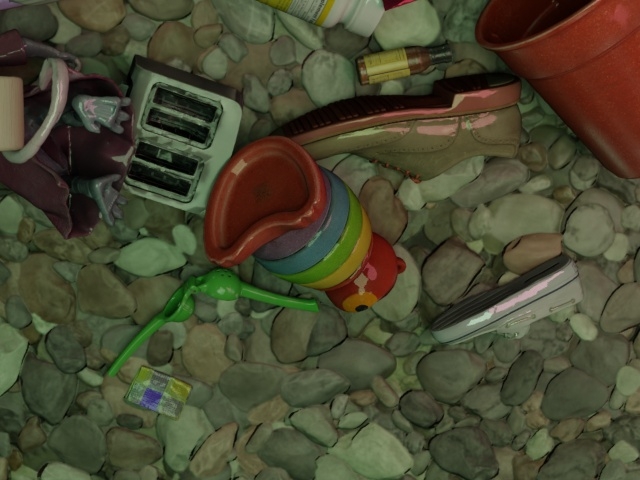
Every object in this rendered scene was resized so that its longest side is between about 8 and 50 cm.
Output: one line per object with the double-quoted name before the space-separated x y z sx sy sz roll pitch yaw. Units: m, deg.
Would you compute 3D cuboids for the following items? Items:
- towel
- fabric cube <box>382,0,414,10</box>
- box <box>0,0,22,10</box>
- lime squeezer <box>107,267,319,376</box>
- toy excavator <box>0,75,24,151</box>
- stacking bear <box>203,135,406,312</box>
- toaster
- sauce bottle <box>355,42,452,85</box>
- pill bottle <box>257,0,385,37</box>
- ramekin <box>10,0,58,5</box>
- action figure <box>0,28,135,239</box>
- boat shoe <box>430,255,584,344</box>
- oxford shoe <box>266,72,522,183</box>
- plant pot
"towel" -0.229 0.218 1.779 0.083 0.009 0.060 26 102 -11
"fabric cube" 0.181 -0.449 1.463 0.254 0.259 0.258 -22 95 -16
"box" -0.413 -0.407 1.543 0.214 0.117 0.242 -12 106 -2
"lime squeezer" -0.166 0.096 1.739 0.310 0.058 0.110 -18 136 -1
"toy excavator" -0.562 -0.158 1.442 0.445 0.433 0.222 -2 96 -10
"stacking bear" 0.000 0.000 1.636 0.175 0.164 0.289 -28 139 22
"toaster" -0.190 -0.134 1.638 0.186 0.110 0.168 19 103 -10
"sauce bottle" 0.112 -0.238 1.671 0.128 0.042 0.042 -11 105 -3
"pill bottle" -0.016 -0.343 1.592 0.209 0.119 0.119 21 102 -10
"ramekin" -0.321 -0.383 1.369 0.127 0.273 0.272 -19 106 12
"action figure" -0.410 -0.141 1.534 0.370 0.276 0.248 25 93 22
"boat shoe" 0.269 0.104 1.752 0.226 0.083 0.075 -26 104 2
"oxford shoe" 0.104 -0.129 1.660 0.348 0.123 0.130 -10 111 -1
"plant pot" 0.384 -0.240 1.594 0.272 0.272 0.265 -39 112 6
